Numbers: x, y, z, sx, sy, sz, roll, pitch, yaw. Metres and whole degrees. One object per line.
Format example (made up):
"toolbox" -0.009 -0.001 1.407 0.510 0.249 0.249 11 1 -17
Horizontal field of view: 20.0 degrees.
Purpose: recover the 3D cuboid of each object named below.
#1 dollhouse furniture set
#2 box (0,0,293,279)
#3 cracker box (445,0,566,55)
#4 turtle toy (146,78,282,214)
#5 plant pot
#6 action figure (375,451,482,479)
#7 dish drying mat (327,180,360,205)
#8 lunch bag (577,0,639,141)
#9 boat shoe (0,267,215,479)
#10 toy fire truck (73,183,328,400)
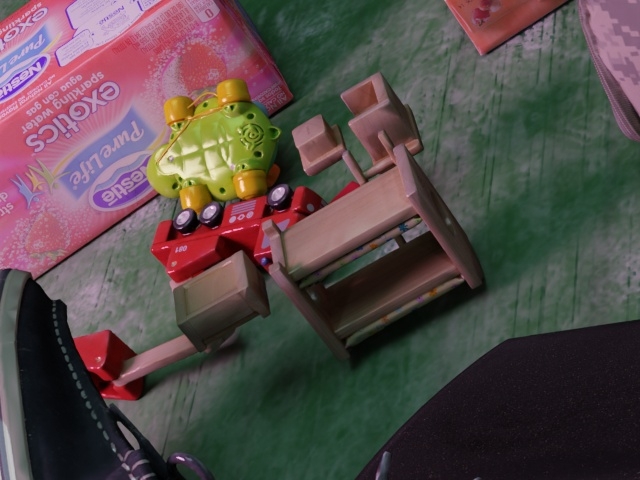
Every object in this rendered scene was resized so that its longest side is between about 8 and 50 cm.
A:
"dollhouse furniture set" 0.000 0.000 1.244 0.182 0.101 0.161 -29 34 12
"box" -0.194 -0.112 1.490 0.300 0.142 0.154 -35 36 5
"cracker box" 0.145 -0.263 1.429 0.155 0.067 0.232 -33 37 8
"turtle toy" -0.083 -0.067 1.406 0.130 0.066 0.095 -15 81 27
"plant pot" 0.146 0.142 0.913 0.187 0.188 0.167 -11 30 32
"action figure" 0.030 0.244 0.813 0.164 0.276 0.141 8 21 27
"dish drying mat" 0.004 -0.009 1.326 0.083 0.008 0.032 -45 36 -11
"lunch bag" 0.303 -0.175 1.064 0.305 0.256 0.212 4 18 44
"boat shoe" -0.122 0.204 1.058 0.156 0.187 0.500 -6 40 -17
"toy fire truck" -0.086 0.039 1.307 0.192 0.047 0.135 -13 47 32
